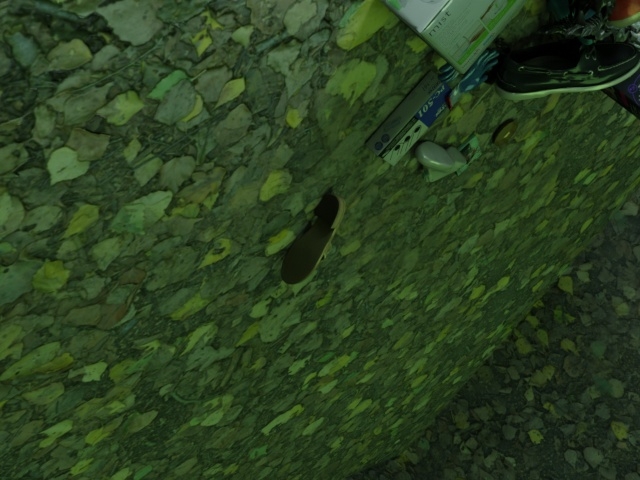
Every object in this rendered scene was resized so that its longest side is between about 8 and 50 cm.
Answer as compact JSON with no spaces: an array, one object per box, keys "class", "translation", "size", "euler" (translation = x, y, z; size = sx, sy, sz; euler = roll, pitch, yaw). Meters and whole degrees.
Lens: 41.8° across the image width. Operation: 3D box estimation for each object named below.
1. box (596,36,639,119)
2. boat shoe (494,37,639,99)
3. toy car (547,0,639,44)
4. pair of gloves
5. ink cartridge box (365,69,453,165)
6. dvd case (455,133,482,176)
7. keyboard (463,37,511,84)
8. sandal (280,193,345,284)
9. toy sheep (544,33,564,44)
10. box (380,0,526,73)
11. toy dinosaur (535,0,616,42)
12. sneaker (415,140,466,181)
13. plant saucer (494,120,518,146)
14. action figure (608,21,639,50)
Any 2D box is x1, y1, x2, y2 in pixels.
[{"class":"box","translation":[0.793,-0.433,2.114],"size":[0.165,0.270,0.143],"euler":[-47,154,10]},{"class":"boat shoe","translation":[0.559,-0.408,1.877],"size":[0.340,0.127,0.113],"euler":[-9,136,0]},{"class":"toy car","translation":[0.593,-0.582,1.765],"size":[0.219,0.210,0.238],"euler":[-29,126,3]},{"class":"pair of gloves","translation":[0.308,-0.361,1.735],"size":[0.159,0.023,0.198],"euler":[-47,155,-5]},{"class":"ink cartridge box","translation":[0.196,-0.259,1.795],"size":[0.207,0.046,0.097],"euler":[-48,155,11]},{"class":"dvd case","translation":[0.372,-0.217,2.147],"size":[0.087,0.013,0.119],"euler":[-42,155,-1]},{"class":"keyboard","translation":[0.377,-0.403,1.862],"size":[0.108,0.023,0.180],"euler":[-48,155,25]},{"class":"sandal","translation":[0.004,0.004,1.879],"size":[0.079,0.088,0.240],"euler":[3,124,-49]},{"class":"toy sheep","translation":[0.577,-0.468,1.973],"size":[0.132,0.091,0.091],"euler":[-34,153,-5]},{"class":"box","translation":[0.267,-0.461,1.496],"size":[0.262,0.127,0.231],"euler":[-49,153,14]},{"class":"toy dinosaur","translation":[0.525,-0.503,1.634],"size":[0.164,0.322,0.218],"euler":[-47,147,-76]},{"class":"sneaker","translation":[0.272,-0.177,2.005],"size":[0.094,0.080,0.212],"euler":[-42,158,26]},{"class":"plant saucer","translation":[0.483,-0.283,2.200],"size":[0.083,0.015,0.083],"euler":[-32,152,-20]},{"class":"action figure","translation":[0.758,-0.554,2.010],"size":[0.285,0.185,0.099],"euler":[-46,174,-32]}]
